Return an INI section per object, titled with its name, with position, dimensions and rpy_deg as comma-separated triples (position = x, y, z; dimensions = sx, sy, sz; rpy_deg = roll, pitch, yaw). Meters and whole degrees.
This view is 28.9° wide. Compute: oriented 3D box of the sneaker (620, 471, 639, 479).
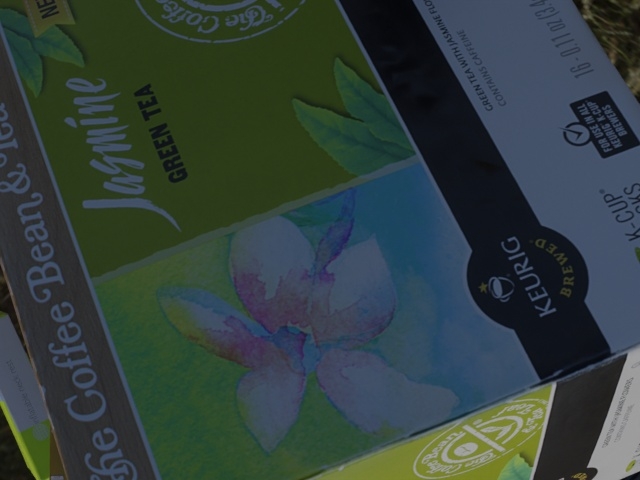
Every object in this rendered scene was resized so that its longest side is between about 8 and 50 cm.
[sneaker]
position = 0.378, 0.243, 1.234
dimensions = 0.188, 0.078, 0.067
rpy_deg = -7, 109, 30

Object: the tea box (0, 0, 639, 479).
[tea box]
position = 0.000, 0.000, 0.689
dimensions = 0.323, 0.220, 0.329
rpy_deg = -22, 62, -7

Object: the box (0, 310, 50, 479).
[box]
position = -0.293, 0.138, 1.186
dimensions = 0.042, 0.109, 0.178
rpy_deg = -24, 95, -18

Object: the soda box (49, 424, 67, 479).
[soda box]
position = -0.121, 0.149, 0.870
dimensions = 0.061, 0.181, 0.058
rpy_deg = 7, 77, -40
